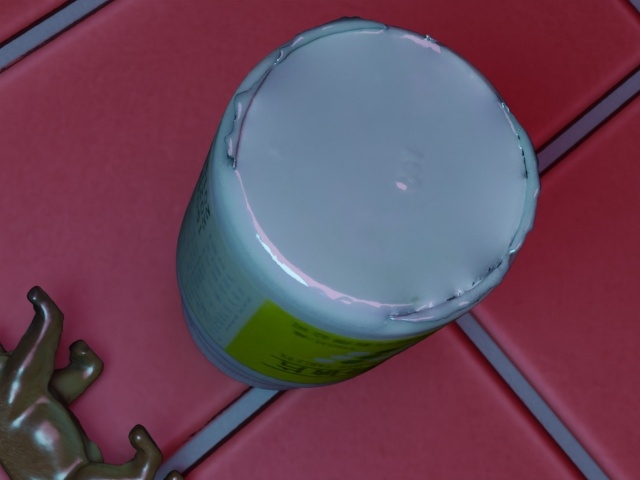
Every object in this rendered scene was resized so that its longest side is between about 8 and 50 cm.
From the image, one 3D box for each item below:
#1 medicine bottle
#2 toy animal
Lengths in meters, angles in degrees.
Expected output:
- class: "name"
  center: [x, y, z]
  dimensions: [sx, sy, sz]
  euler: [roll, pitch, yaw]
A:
- class: "medicine bottle"
  center: [0.000, 0.000, 0.853]
  dimensions: [0.214, 0.378, 0.213]
  euler: [3, 75, -12]
- class: "toy animal"
  center: [-0.235, 0.162, 0.918]
  dimensions: [0.157, 0.097, 0.312]
  euler: [-36, 87, -9]
